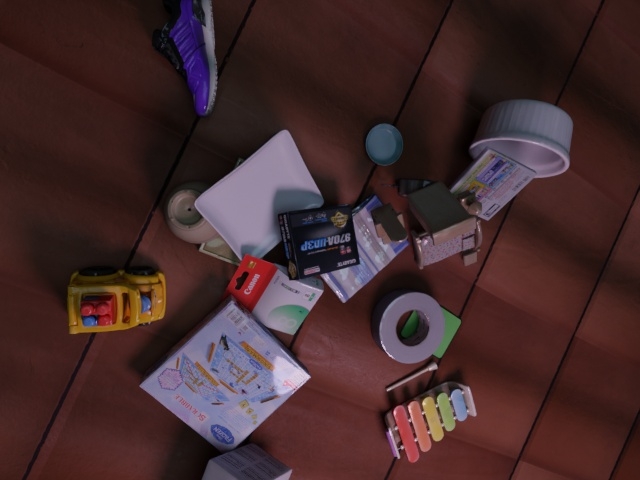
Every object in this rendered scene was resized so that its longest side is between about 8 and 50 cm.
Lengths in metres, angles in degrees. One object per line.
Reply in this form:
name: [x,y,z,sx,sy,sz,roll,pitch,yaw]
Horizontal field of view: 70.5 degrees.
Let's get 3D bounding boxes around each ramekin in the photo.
ramekin: [0.592,-0.298,1.332,0.277,0.277,0.135,20,82,-20]

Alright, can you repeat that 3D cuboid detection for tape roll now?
tape roll: [0.267,0.259,1.386,0.219,0.072,0.219,-1,94,-16]

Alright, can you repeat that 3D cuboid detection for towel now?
towel: [0.111,0.024,1.330,0.285,0.034,0.209,-40,108,-10]

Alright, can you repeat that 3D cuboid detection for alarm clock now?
alarm clock: [0.270,-0.150,1.317,0.192,0.129,0.064,8,97,0]

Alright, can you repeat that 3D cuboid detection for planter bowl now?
planter bowl: [-0.313,-0.073,1.110,0.162,0.109,0.162,0,89,-2]

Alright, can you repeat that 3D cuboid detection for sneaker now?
sneaker: [-0.328,-0.445,1.093,0.146,0.102,0.293,-3,93,-14]

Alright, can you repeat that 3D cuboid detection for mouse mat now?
mouse mat: [0.358,0.280,1.460,0.190,0.007,0.152,33,85,-20]

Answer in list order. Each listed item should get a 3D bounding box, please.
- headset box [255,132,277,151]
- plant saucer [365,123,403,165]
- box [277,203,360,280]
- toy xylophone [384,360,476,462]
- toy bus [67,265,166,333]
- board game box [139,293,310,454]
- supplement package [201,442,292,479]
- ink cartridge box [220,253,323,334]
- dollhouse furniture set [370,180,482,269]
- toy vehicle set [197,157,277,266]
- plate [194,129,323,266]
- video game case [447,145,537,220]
headset box: [-0.128,-0.238,1.215,0.083,0.032,0.062,-45,108,-8]
plant saucer: [0.183,-0.279,1.322,0.119,0.021,0.119,-2,97,-18]
box: [0.000,0.000,1.200,0.220,0.051,0.175,-10,91,-40]
toy xylophone: [0.331,0.538,1.444,0.323,0.081,0.236,-29,105,-14]
toy bus: [-0.473,0.145,1.053,0.220,0.211,0.149,0,95,-20]
board game box: [-0.247,0.363,1.216,0.318,0.066,0.318,-42,108,-3]
supplement package: [-0.213,0.676,1.191,0.203,0.149,0.194,25,87,-63]
ink cartridge box: [-0.131,0.149,1.212,0.225,0.056,0.181,20,120,-22]
dollhouse furniture set: [0.334,0.035,1.287,0.303,0.174,0.355,-22,133,-1]
toy vehicle set: [-0.196,-0.066,1.212,0.166,0.035,0.266,24,89,-20]
plate: [-0.145,-0.101,1.128,0.277,0.045,0.278,-41,140,-9]
video game case: [0.508,-0.167,1.377,0.193,0.023,0.212,20,132,-20]
